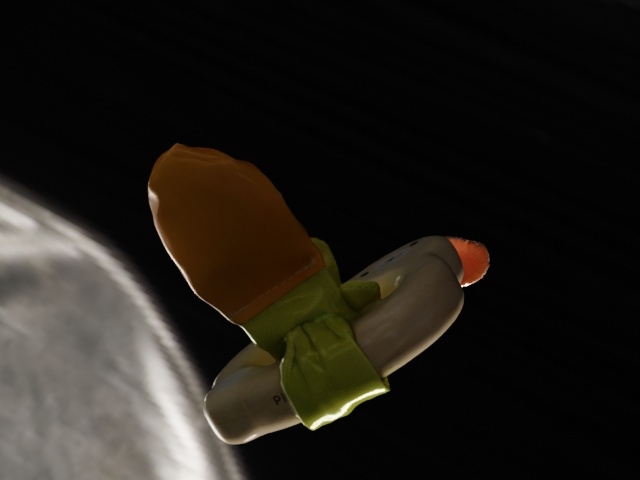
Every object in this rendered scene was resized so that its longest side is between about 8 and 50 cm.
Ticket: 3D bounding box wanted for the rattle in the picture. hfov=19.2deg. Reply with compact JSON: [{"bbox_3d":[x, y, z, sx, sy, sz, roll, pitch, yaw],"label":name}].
[{"bbox_3d":[0.000,0.000,0.890,0.130,0.143,0.200,-45,179,40],"label":"rattle"}]
